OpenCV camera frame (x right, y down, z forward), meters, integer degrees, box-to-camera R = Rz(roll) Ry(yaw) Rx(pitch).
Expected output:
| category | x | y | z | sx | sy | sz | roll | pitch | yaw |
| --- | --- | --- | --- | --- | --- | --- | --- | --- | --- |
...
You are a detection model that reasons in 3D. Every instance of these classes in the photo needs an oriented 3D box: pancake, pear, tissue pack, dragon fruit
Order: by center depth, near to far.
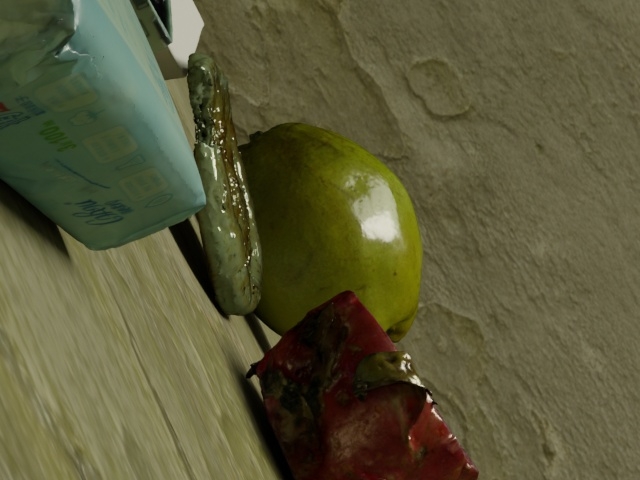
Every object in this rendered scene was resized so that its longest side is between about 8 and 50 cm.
| category | x | y | z | sx | sy | sz | roll | pitch | yaw |
| --- | --- | --- | --- | --- | --- | --- | --- | --- | --- |
| tissue pack | -0.135 | -0.106 | 0.715 | 0.263 | 0.089 | 0.177 | 69 | -2 | -76 |
| dragon fruit | 0.028 | 0.164 | 1.362 | 0.211 | 0.147 | 0.282 | 54 | -5 | 14 |
| pancake | -0.086 | -0.047 | 1.487 | 0.253 | 0.037 | 0.253 | -10 | 90 | -86 |
| pear | 0.000 | 0.000 | 1.743 | 0.269 | 0.212 | 0.212 | 59 | 0 | 3 |

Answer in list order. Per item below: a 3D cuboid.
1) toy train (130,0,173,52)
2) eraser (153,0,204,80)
| category | x | y | z | sx | sy | sz | roll | pitch | yaw |
| --- | --- | --- | --- | --- | --- | --- | --- | --- | --- |
| toy train | -0.219 | -0.291 | 1.102 | 0.086 | 0.088 | 0.407 | -98 | 165 | -47 |
| eraser | -0.198 | -0.266 | 1.423 | 0.298 | 0.076 | 0.078 | 62 | 31 | -44 |
